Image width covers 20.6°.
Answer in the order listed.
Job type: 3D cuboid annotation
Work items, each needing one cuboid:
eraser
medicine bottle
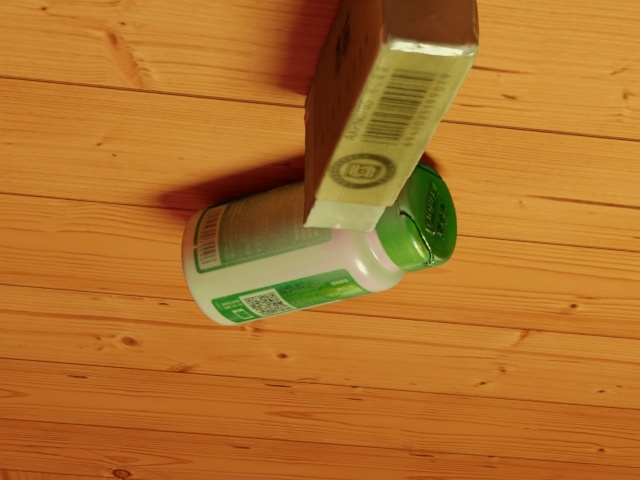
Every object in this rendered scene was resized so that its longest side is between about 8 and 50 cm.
[{"bbox_3d":[0.049,-0.138,1.493,0.078,0.144,0.343,5,154,-11],"label":"eraser"},{"bbox_3d":[0.000,0.000,1.805,0.274,0.133,0.133,-14,150,32],"label":"medicine bottle"}]
